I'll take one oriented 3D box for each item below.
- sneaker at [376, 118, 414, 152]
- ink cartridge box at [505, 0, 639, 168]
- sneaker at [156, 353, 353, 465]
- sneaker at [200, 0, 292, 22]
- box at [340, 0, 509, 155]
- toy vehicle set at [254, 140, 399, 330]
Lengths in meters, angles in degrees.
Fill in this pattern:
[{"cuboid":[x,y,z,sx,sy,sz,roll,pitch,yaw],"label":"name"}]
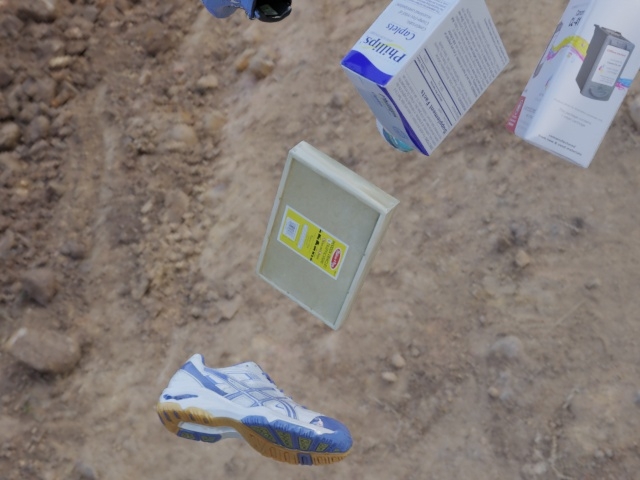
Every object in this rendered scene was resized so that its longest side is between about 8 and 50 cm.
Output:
[{"cuboid":[0.166,-0.284,1.385,0.110,0.107,0.275,-116,28,-67],"label":"sneaker"},{"cuboid":[0.466,-0.302,1.440,0.226,0.131,0.306,-70,3,-77],"label":"ink cartridge box"},{"cuboid":[-0.088,0.238,1.195,0.296,0.112,0.131,12,47,11],"label":"sneaker"},{"cuboid":[-0.142,-0.487,1.597,0.130,0.147,0.330,-26,10,-25],"label":"sneaker"},{"cuboid":[0.107,-0.179,0.813,0.137,0.126,0.072,-50,51,-4],"label":"box"},{"cuboid":[0.000,0.000,1.200,0.035,0.166,0.267,-42,-19,-42],"label":"toy vehicle set"}]
